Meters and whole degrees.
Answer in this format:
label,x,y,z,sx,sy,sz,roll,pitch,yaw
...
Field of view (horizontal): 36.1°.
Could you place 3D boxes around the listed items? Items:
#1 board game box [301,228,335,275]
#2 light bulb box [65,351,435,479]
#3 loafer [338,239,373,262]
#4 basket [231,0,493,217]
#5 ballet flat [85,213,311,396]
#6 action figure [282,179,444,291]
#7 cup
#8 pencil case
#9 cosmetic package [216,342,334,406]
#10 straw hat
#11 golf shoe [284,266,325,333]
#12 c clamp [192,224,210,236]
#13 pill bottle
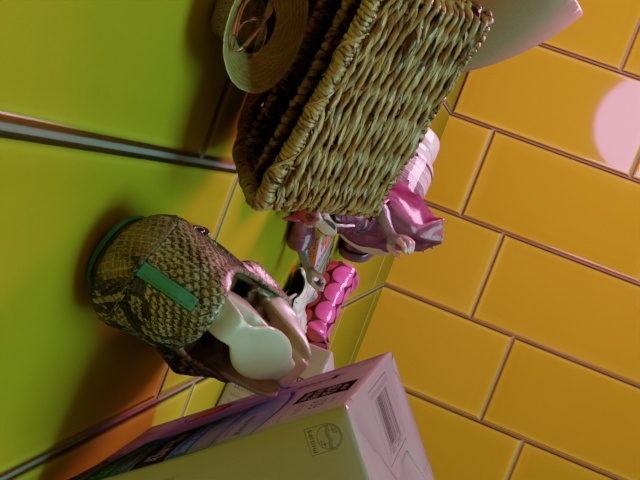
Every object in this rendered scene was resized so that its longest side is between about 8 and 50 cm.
label,x,y,z,sx,sy,sz,roll,pitch,yaw
board game box,0.000,0.000,1.946,0.259,0.039,0.124,97,16,-45
light bulb box,-0.072,0.309,1.144,0.358,0.361,0.225,-10,82,-79
loafer,0.135,-0.051,2.349,0.302,0.109,0.095,-49,154,-54
basket,0.003,-0.197,1.105,0.223,0.213,0.299,2,125,-51
ballet flat,-0.102,0.099,1.105,0.164,0.182,0.483,-55,165,-5
action figure,0.064,-0.067,1.695,0.370,0.248,0.275,10,67,-56
cup,0.294,-0.459,1.862,0.237,0.331,0.331,-45,174,12
pencil case,0.017,0.147,2.176,0.209,0.095,0.098,-61,137,-34
cosmetic package,-0.078,0.271,1.754,0.151,0.151,0.183,84,28,-68
straw hat,-0.077,-0.223,0.993,0.144,0.061,0.144,-44,147,-40
golf shoe,-0.059,0.131,1.873,0.086,0.069,0.176,34,74,-59
c clamp,-0.167,0.043,1.196,0.137,0.022,0.160,-45,157,-53
pill bottle,0.147,-0.119,2.103,0.162,0.162,0.278,94,19,-59
